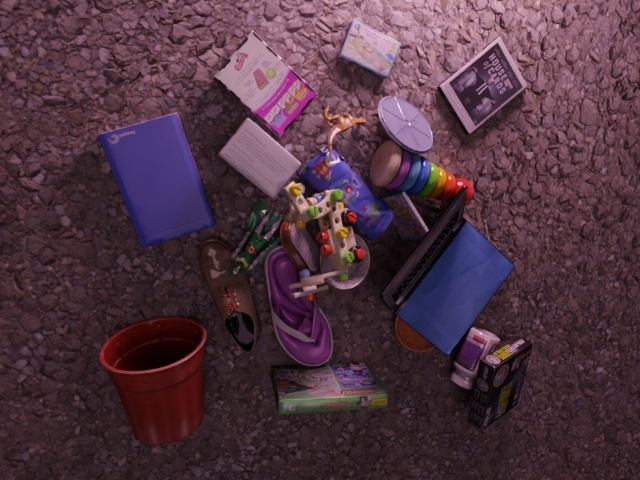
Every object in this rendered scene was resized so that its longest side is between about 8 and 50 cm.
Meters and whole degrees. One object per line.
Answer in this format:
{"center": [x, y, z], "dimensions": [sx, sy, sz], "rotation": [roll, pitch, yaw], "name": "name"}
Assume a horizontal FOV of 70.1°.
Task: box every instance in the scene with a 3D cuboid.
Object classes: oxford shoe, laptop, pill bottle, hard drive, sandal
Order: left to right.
{"center": [-0.439, -0.161, 1.246], "dimensions": [0.210, 0.040, 0.319], "rotation": [-18, 105, -7], "name": "hard drive"}
{"center": [-0.250, 0.158, 1.306], "dimensions": [0.123, 0.130, 0.348], "rotation": [-24, 105, -5], "name": "oxford shoe"}
{"center": [-0.074, 0.214, 1.369], "dimensions": [0.169, 0.102, 0.417], "rotation": [-22, 105, -6], "name": "sandal"}
{"center": [0.401, 0.113, 1.360], "dimensions": [0.236, 0.408, 0.382], "rotation": [36, 85, 21], "name": "laptop"}
{"center": [0.511, 0.393, 1.528], "dimensions": [0.108, 0.108, 0.194], "rotation": [21, 97, -15], "name": "pill bottle"}

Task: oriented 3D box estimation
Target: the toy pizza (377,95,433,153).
{"center": [0.240, -0.328, 1.308], "dimensions": [0.201, 0.032, 0.201], "rotation": [18, 55, -27], "name": "toy pizza"}

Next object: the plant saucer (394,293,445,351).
{"center": [0.335, 0.267, 1.502], "dimensions": [0.199, 0.037, 0.200], "rotation": [-2, 101, -11], "name": "plant saucer"}

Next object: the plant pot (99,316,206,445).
{"center": [-0.438, 0.394, 1.263], "dimensions": [0.272, 0.272, 0.265], "rotation": [-7, 111, -11], "name": "plant pot"}

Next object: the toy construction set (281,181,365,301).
{"center": [0.000, 0.000, 1.211], "dimensions": [0.215, 0.151, 0.328], "rotation": [-14, 107, -42], "name": "toy construction set"}

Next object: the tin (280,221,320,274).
{"center": [-0.054, 0.021, 1.318], "dimensions": [0.040, 0.106, 0.190], "rotation": [-7, 132, 31], "name": "tin"}

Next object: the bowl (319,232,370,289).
{"center": [0.056, 0.058, 1.366], "dimensions": [0.170, 0.080, 0.170], "rotation": [-1, 92, -29], "name": "bowl"}

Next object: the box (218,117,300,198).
{"center": [-0.166, -0.219, 1.218], "dimensions": [0.182, 0.181, 0.119], "rotation": [39, 91, -16], "name": "box"}

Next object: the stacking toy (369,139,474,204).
{"center": [0.318, -0.185, 1.365], "dimensions": [0.330, 0.141, 0.141], "rotation": [15, 98, -21], "name": "stacking toy"}

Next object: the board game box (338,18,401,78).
{"center": [0.140, -0.541, 1.295], "dimensions": [0.154, 0.026, 0.104], "rotation": [21, 97, -15], "name": "board game box"}

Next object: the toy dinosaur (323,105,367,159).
{"center": [0.053, -0.318, 1.267], "dimensions": [0.112, 0.064, 0.211], "rotation": [35, 53, 19], "name": "toy dinosaur"}

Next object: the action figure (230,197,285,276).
{"center": [-0.182, 0.007, 1.294], "dimensions": [0.137, 0.063, 0.232], "rotation": [35, 74, -5], "name": "action figure"}

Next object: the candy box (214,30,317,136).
{"center": [-0.149, -0.418, 1.237], "dimensions": [0.233, 0.071, 0.159], "rotation": [41, 91, -17], "name": "candy box"}

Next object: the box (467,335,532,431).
{"center": [0.598, 0.475, 1.521], "dimensions": [0.216, 0.060, 0.270], "rotation": [-16, 119, -34], "name": "box"}

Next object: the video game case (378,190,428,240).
{"center": [0.252, -0.069, 1.374], "dimensions": [0.015, 0.119, 0.166], "rotation": [-44, 109, -27], "name": "video game case"}

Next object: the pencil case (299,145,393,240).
{"center": [0.081, -0.138, 1.321], "dimensions": [0.306, 0.119, 0.133], "rotation": [42, 79, -16], "name": "pencil case"}

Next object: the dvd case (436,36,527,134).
{"center": [0.493, -0.467, 1.385], "dimensions": [0.238, 0.029, 0.179], "rotation": [-40, 107, -1], "name": "dvd case"}

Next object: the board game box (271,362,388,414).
{"center": [0.018, 0.440, 1.380], "dimensions": [0.317, 0.213, 0.046], "rotation": [1, 102, -12], "name": "board game box"}
